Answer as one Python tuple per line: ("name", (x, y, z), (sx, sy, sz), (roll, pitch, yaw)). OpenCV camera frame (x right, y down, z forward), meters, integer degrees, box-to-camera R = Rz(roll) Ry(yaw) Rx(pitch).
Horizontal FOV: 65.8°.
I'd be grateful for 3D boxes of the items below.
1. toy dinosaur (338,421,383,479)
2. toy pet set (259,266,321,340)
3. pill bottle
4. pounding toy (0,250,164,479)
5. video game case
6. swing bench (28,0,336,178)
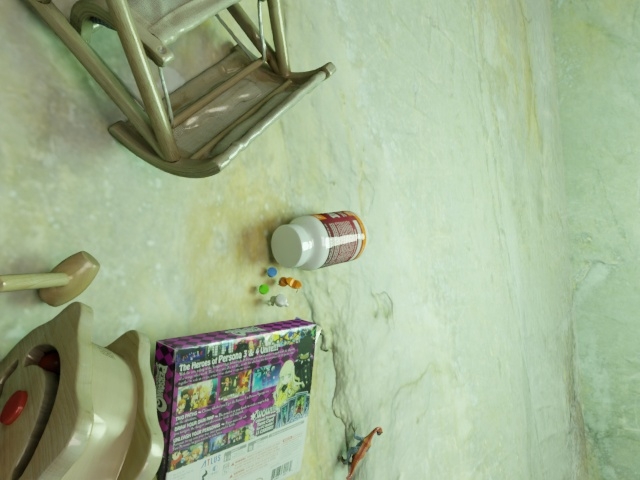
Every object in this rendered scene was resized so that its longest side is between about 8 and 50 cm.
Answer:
("toy dinosaur", (0.076, 0.355, 0.842), (0.082, 0.090, 0.047), (-42, 115, 9))
("toy pet set", (-0.056, 0.124, 0.739), (0.114, 0.065, 0.122), (28, 58, -5))
("pill bottle", (0.000, 0.000, 0.773), (0.152, 0.086, 0.086), (-10, 95, -49))
("pounding toy", (-0.251, 0.126, 0.420), (0.154, 0.269, 0.155), (-44, 128, 6))
("video game case", (-0.098, 0.210, 0.594), (0.232, 0.042, 0.210), (1, 96, -52))
("swing bench", (-0.144, -0.241, 0.581), (0.253, 0.165, 0.254), (-51, 128, -38))
